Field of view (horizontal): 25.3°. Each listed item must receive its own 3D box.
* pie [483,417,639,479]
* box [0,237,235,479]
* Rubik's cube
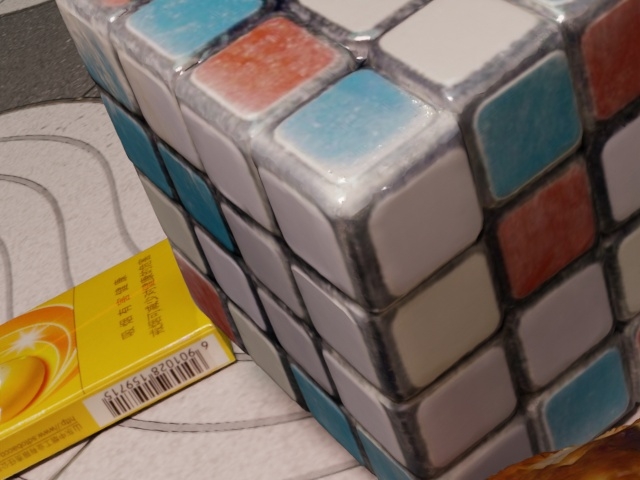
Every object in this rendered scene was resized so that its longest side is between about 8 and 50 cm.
[{"bbox_3d":[0.150,0.110,0.529,0.308,0.085,0.308,-27,-1,-1],"label":"pie"},{"bbox_3d":[-0.194,0.095,0.996,0.269,0.043,0.152,-28,27,2],"label":"box"},{"bbox_3d":[0.060,-0.054,0.725,0.253,0.259,0.256,-37,44,-15],"label":"Rubik's cube"}]
